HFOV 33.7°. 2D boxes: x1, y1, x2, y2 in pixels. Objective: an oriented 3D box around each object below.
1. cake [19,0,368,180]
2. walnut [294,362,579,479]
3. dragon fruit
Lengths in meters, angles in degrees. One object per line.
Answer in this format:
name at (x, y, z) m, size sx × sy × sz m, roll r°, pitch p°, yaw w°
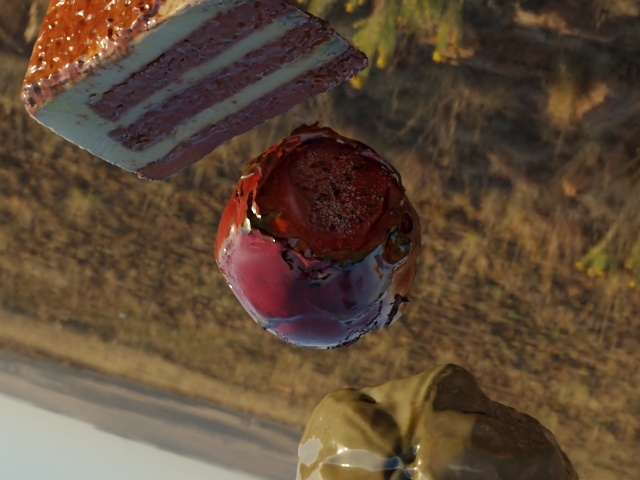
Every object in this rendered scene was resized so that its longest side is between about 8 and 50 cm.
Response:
cake at (-0.115, -0.126, 0.830) m, size 0.158 × 0.159 × 0.262 m, roll 27°, pitch 177°, yaw -39°
walnut at (0.106, 0.237, 0.959) m, size 0.273 × 0.227 × 0.273 m, roll -10°, pitch 150°, yaw -6°
dragon fruit at (0.000, 0.000, 1.456) m, size 0.296 × 0.295 × 0.301 m, roll 15°, pitch 165°, yaw 11°
